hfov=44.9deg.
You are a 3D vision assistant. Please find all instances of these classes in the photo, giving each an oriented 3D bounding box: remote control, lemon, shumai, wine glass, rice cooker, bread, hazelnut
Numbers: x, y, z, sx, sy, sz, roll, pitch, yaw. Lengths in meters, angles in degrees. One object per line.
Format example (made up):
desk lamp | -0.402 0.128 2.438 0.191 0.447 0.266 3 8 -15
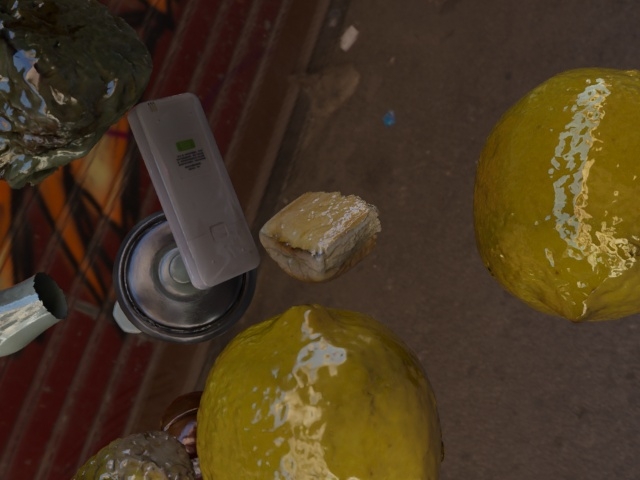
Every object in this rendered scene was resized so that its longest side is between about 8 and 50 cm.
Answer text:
remote control | -0.162 -0.066 1.007 0.034 0.103 0.250 -17 95 49
lemon | 0.000 0.207 0.788 0.254 0.310 0.253 -7 26 3
shumai | -0.329 -0.168 0.902 0.256 0.189 0.218 45 121 25
wine glass | -0.469 0.125 1.122 0.202 0.093 0.093 -30 45 6
rice cooker | -0.265 0.078 1.528 0.317 0.317 0.264 -33 83 28
lemon | 0.355 -0.059 1.025 0.336 0.336 0.336 -25 50 34
bread | 0.001 0.000 0.893 0.125 0.082 0.106 19 55 45
hazelnut | -0.220 0.398 1.555 0.208 0.208 0.208 -25 50 34

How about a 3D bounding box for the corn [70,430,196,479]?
corn | -0.191 0.259 0.527 0.319 0.097 0.097 -54 40 12
